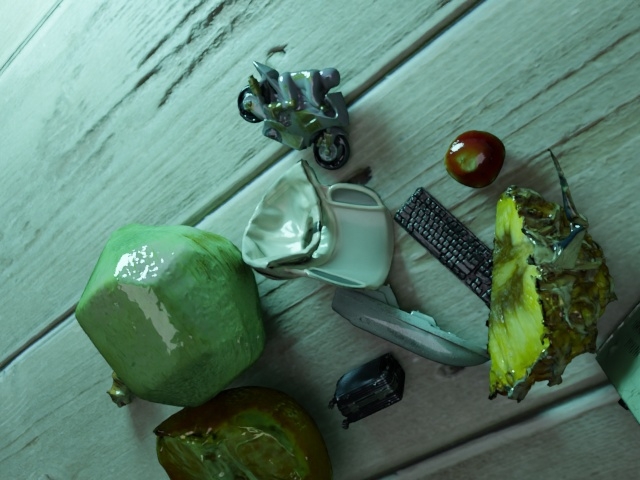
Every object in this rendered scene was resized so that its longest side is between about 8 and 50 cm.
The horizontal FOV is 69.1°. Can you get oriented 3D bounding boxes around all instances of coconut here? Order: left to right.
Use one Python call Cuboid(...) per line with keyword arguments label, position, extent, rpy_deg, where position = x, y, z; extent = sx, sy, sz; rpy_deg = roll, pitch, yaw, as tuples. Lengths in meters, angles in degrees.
Cuboid(label="coconut", position=(-0.241, 0.105, 0.773), extent=(0.281, 0.328, 0.328), rpy_deg=(-40, 80, 16))

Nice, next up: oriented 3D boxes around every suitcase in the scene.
Cuboid(label="suitcase", position=(0.080, 0.246, 0.771), extent=(0.126, 0.086, 0.059), rpy_deg=(-33, 97, 21))

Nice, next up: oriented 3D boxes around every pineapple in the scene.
Cuboid(label="pineapple", position=(0.321, 0.068, 0.610), extent=(0.161, 0.158, 0.334), rpy_deg=(4, 87, 0))

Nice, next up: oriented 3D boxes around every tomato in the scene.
Cuboid(label="tomato", position=(0.226, -0.121, 0.686), extent=(0.087, 0.075, 0.087), rpy_deg=(3, 97, 25))

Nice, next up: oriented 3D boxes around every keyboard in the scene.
Cuboid(label="keyboard", position=(0.217, 0.016, 0.729), extent=(0.231, 0.023, 0.072), rpy_deg=(45, 111, 13))

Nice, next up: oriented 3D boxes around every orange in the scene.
Cuboid(label="orange", position=(-0.127, 0.382, 0.803), extent=(0.335, 0.196, 0.262), rpy_deg=(-24, 90, 21))

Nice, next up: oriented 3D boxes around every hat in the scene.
Cuboid(label="hat", position=(0.000, 0.000, 0.777), extent=(0.226, 0.219, 0.164), rpy_deg=(29, 148, -15))

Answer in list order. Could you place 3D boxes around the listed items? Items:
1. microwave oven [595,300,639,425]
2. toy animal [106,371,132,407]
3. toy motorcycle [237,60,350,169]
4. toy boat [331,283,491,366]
Cuboid(label="microwave oven", position=(0.532, 0.209, 0.452), extent=(0.394, 0.333, 0.247), rpy_deg=(37, 103, 16))
Cuboid(label="toy animal", position=(-0.397, 0.246, 0.977), extent=(0.099, 0.057, 0.241), rpy_deg=(9, 99, 21))
Cuboid(label="toy motorcycle", position=(-0.030, -0.228, 0.779), extent=(0.225, 0.073, 0.152), rpy_deg=(33, 114, 7))
Cuboid(label="toy boat", position=(0.144, 0.130, 0.742), extent=(0.260, 0.078, 0.085), rpy_deg=(22, 79, 21))
